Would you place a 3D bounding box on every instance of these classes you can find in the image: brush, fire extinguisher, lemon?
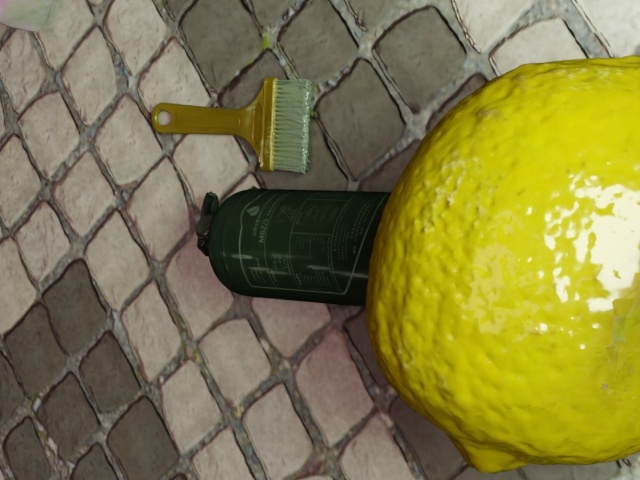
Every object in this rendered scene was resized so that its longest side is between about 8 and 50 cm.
[{"bbox_3d":[-0.086,-0.109,1.320,0.205,0.011,0.083,7,98,42],"label":"brush"},{"bbox_3d":[0.000,0.000,1.200,0.311,0.095,0.114,1,56,40],"label":"fire extinguisher"},{"bbox_3d":[0.161,0.010,0.957,0.253,0.253,0.310,29,95,36],"label":"lemon"}]

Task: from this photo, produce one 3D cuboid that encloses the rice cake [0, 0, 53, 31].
[{"bbox_3d":[-0.336,-0.391,1.485,0.056,0.072,0.365,-20,77,42],"label":"rice cake"}]
